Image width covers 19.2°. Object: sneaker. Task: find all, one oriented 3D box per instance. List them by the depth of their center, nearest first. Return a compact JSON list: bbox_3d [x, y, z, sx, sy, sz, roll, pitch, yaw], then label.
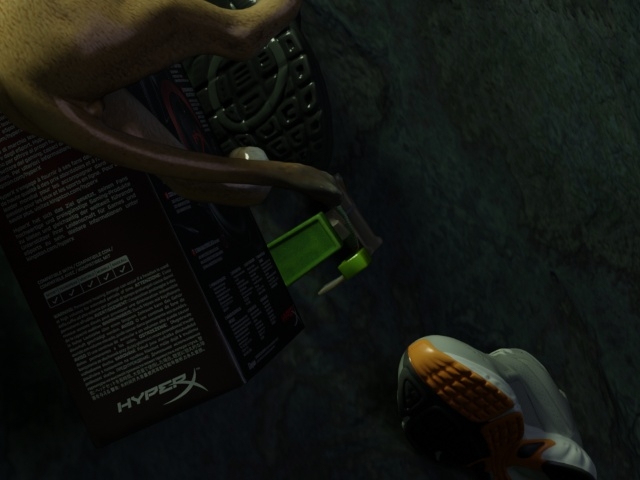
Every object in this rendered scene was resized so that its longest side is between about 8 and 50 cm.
[{"bbox_3d":[-0.054,-0.180,1.509,0.130,0.109,0.286,-24,93,-64],"label":"sneaker"},{"bbox_3d":[0.140,0.132,1.614,0.262,0.099,0.121,42,31,-45],"label":"sneaker"}]

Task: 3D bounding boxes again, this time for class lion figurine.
[{"bbox_3d":[-0.154,-0.166,1.022,0.240,0.142,0.392,-1,48,-43],"label":"lion figurine"}]

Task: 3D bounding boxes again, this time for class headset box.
[{"bbox_3d":[-0.133,-0.037,1.230,0.293,0.110,0.218,65,11,-3],"label":"headset box"}]

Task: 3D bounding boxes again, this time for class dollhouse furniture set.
[{"bbox_3d":[0.000,0.000,1.543,0.076,0.058,0.151,56,13,-3],"label":"dollhouse furniture set"}]
